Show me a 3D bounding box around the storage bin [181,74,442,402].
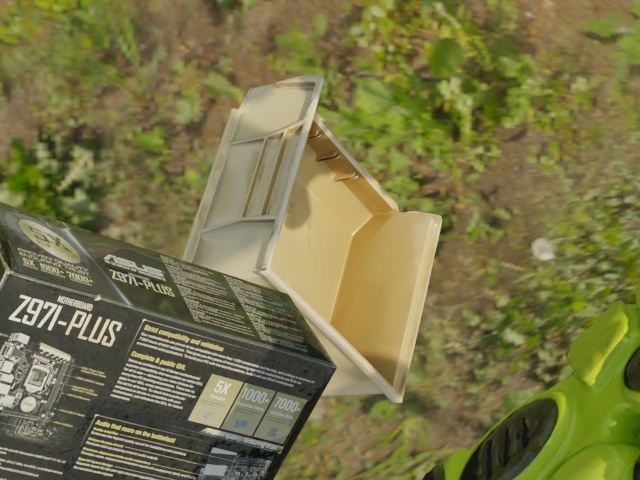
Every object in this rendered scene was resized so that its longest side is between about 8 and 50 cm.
[{"bbox_3d":[0.000,0.000,1.516,0.123,0.262,0.260,-8,52,35],"label":"storage bin"}]

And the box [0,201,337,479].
[{"bbox_3d":[-0.110,0.081,0.706,0.147,0.180,0.077,-62,31,17],"label":"box"}]

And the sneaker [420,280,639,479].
[{"bbox_3d":[0.123,0.083,0.417,0.124,0.109,0.295,27,138,-19],"label":"sneaker"}]
